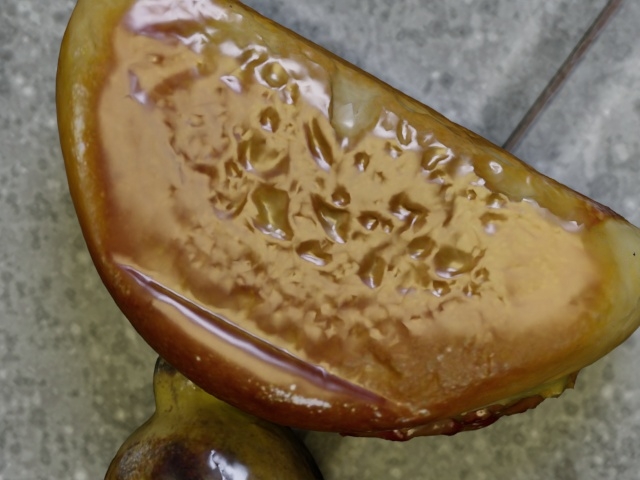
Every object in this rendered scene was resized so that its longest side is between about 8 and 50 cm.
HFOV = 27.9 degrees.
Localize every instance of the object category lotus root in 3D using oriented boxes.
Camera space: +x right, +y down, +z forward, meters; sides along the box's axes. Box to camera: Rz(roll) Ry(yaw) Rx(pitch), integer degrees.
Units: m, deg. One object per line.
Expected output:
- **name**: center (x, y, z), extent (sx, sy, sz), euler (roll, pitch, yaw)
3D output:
- **lotus root**: center (-0.066, 0.220, 0.882), extent (0.169, 0.141, 0.314), euler (-16, 93, 3)

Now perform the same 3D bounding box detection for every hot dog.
- **hot dog**: center (0.000, -0.001, 0.833), extent (0.405, 0.185, 0.223), euler (29, 96, 2)
